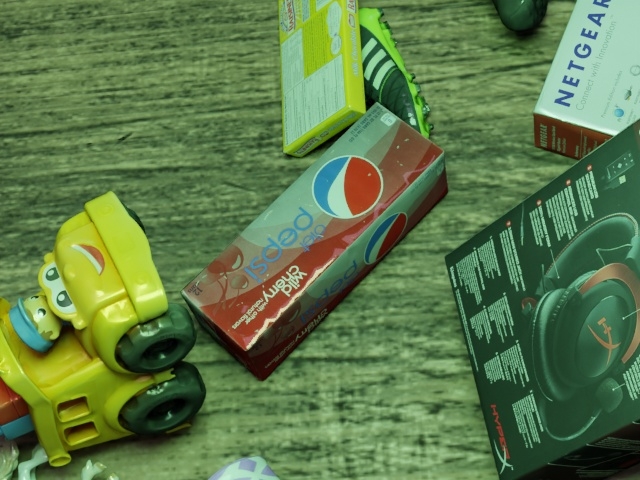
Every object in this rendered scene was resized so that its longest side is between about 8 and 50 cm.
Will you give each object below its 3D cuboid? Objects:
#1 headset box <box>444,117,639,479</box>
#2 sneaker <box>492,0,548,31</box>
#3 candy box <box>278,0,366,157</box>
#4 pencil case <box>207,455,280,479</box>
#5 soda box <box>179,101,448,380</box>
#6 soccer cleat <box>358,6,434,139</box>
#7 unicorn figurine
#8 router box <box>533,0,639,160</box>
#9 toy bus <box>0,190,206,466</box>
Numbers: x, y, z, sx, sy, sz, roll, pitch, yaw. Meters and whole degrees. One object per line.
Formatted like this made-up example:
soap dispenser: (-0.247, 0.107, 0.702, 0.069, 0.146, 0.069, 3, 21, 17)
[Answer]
headset box: (0.250, 0.048, 0.995, 0.110, 0.293, 0.218, 9, 57, -35)
sneaker: (0.156, -0.319, 1.295, 0.130, 0.109, 0.286, -16, 54, 7)
candy box: (-0.001, -0.194, 1.255, 0.027, 0.105, 0.205, 16, 59, -33)
pencil case: (-0.028, 0.274, 1.041, 0.206, 0.086, 0.088, 47, 113, 26)
soda box: (0.000, 0.000, 1.165, 0.092, 0.083, 0.263, 40, 76, 23)
soccer cleat: (0.058, -0.156, 1.250, 0.072, 0.060, 0.178, -26, 57, 6)
unicorn figurine: (-0.230, 0.241, 1.104, 0.162, 0.060, 0.111, 16, 68, 32)
router box: (0.399, -0.203, 1.189, 0.301, 0.082, 0.335, 19, 75, 16)
toy bus: (-0.221, 0.090, 1.057, 0.212, 0.220, 0.149, -20, 57, -16)
